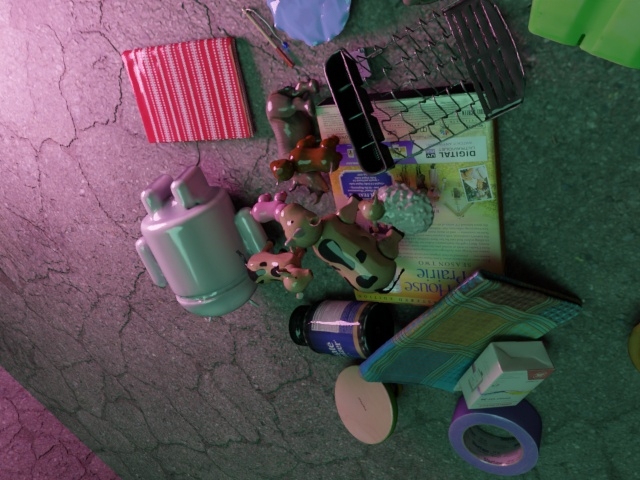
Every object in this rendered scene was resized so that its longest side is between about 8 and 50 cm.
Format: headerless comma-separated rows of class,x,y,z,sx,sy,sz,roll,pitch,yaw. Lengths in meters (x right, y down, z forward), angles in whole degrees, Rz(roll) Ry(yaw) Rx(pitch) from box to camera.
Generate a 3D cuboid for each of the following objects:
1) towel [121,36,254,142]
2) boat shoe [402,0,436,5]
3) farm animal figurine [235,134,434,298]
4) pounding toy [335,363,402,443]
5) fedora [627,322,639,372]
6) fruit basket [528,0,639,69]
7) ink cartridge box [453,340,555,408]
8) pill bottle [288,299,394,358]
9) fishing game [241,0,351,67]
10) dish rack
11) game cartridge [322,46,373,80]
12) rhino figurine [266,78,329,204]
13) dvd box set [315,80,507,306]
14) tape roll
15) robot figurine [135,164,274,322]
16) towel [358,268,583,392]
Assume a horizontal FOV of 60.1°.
towel,-0.269,-0.298,1.121,0.274,0.031,0.199,3,120,25
boat shoe,0.128,-0.472,0.731,0.091,0.109,0.305,-12,120,10
farm animal figurine,0.000,0.000,0.994,0.326,0.172,0.330,26,130,8
pounding toy,0.128,0.346,1.309,0.183,0.110,0.237,-18,82,47
fedora,0.626,0.178,0.926,0.194,0.079,0.194,18,129,24
fruit basket,0.425,-0.347,0.548,0.391,0.283,0.392,21,143,17
ink cartridge box,0.356,0.277,1.098,0.115,0.067,0.198,1,140,-14
pill bottle,0.041,0.191,1.213,0.219,0.123,0.123,-4,119,39
fishing game,-0.028,-0.412,0.900,0.189,0.041,0.264,46,144,-8
dish rack,0.159,-0.240,0.839,0.271,0.074,0.208,-23,85,26
game cartridge,0.049,-0.296,0.962,0.083,0.017,0.056,-9,112,33
rhino figurine,-0.036,-0.177,1.049,0.106,0.073,0.243,1,122,24
dvd box set,0.177,-0.064,1.017,0.307,0.062,0.421,1,121,27
tape roll,0.384,0.420,1.217,0.188,0.080,0.189,13,126,19
robot figurine,-0.255,0.020,1.213,0.299,0.200,0.354,-12,115,18
towel,0.274,0.192,1.061,0.271,0.040,0.370,15,137,-27
